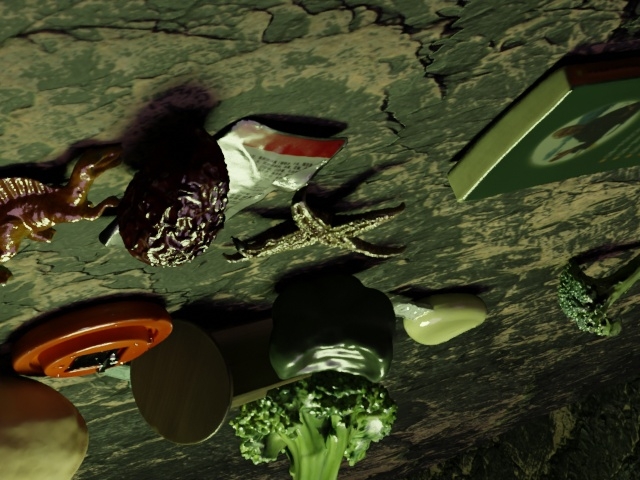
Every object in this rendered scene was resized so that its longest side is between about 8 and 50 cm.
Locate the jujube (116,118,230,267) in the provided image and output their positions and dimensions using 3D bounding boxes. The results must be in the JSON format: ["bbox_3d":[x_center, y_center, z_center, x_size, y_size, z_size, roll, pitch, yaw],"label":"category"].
[{"bbox_3d":[-0.131,-0.033,1.260,0.104,0.104,0.166,-11,160,-20],"label":"jujube"}]

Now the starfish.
[{"bbox_3d":[-0.002,-0.008,1.587,0.213,0.057,0.238,-21,161,41],"label":"starfish"}]

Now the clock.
[{"bbox_3d":[-0.285,0.129,1.749,0.205,0.051,0.205,-16,163,-5],"label":"clock"}]

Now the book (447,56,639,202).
[{"bbox_3d":[0.351,-0.139,1.547,0.371,0.043,0.260,-10,160,-28],"label":"book"}]

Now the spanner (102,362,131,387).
[{"bbox_3d":[-0.287,0.183,1.985,0.071,0.017,0.302,-21,164,10],"label":"spanner"}]

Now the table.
[{"bbox_3d":[-0.124,0.174,1.916,0.167,0.167,0.227,-28,170,32],"label":"table"}]

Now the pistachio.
[{"bbox_3d":[-0.455,0.282,1.767,0.309,0.230,0.230,-11,163,-35],"label":"pistachio"}]

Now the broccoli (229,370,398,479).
[{"bbox_3d":[-0.017,0.291,2.268,0.288,0.259,0.235,11,-165,-28],"label":"broccoli"}]

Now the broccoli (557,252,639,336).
[{"bbox_3d":[0.472,0.065,2.243,0.204,0.122,0.118,-29,145,-17],"label":"broccoli"}]

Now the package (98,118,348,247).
[{"bbox_3d":[-0.095,-0.050,1.386,0.239,0.030,0.154,-30,159,38],"label":"package"}]

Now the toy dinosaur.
[{"bbox_3d":[-0.279,-0.020,1.257,0.212,0.057,0.142,-14,152,-17],"label":"toy dinosaur"}]

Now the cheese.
[{"bbox_3d":[0.165,0.113,2.164,0.127,0.054,0.251,-28,161,22],"label":"cheese"}]

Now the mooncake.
[{"bbox_3d":[0.015,0.124,1.843,0.175,0.168,0.104,-30,165,-12],"label":"mooncake"}]
